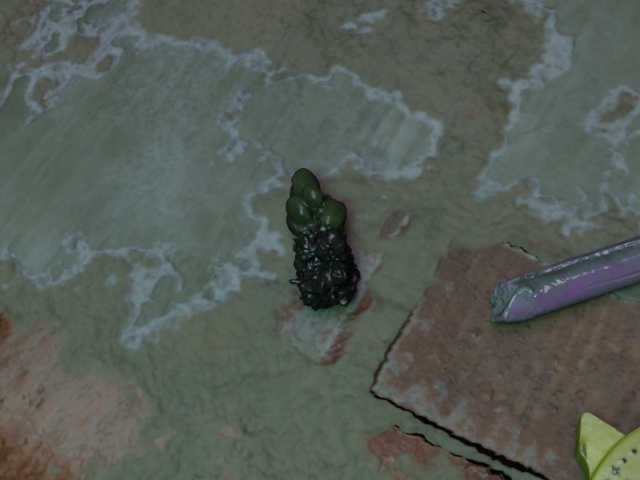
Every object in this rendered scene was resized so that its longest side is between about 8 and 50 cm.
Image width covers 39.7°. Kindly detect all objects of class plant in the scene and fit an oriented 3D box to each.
[{"bbox_3d":[0.000,0.000,0.958,0.087,0.085,0.174,1,54,-20],"label":"plant"}]

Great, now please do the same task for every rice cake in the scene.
[{"bbox_3d":[0.301,0.029,0.914,0.270,0.055,0.049,-17,66,-4],"label":"rice cake"}]

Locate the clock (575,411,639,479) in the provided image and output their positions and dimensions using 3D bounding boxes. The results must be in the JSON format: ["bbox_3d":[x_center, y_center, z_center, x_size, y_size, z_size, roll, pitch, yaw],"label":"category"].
[{"bbox_3d":[0.358,0.278,0.765,0.293,0.071,0.277,3,62,8],"label":"clock"}]
